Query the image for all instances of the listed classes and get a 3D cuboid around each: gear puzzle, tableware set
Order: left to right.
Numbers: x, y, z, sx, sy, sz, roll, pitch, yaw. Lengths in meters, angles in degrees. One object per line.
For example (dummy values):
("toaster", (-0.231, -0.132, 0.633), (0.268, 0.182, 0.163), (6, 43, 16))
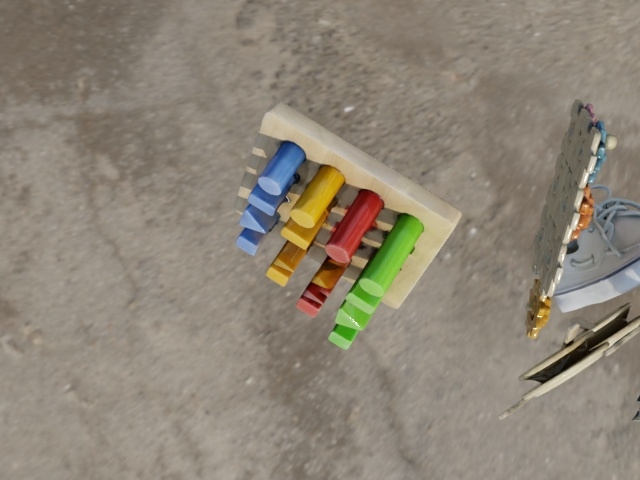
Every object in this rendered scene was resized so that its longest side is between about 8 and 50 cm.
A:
("gear puzzle", (0.336, -0.012, 1.733), (0.044, 0.175, 0.338), (11, 112, -3))
("tableware set", (0.227, 0.088, 1.114), (0.128, 0.194, 0.039), (-38, 80, 31))

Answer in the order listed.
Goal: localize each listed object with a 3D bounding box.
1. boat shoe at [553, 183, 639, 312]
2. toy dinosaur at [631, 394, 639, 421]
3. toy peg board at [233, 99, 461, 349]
("boat shoe", (0.418, -0.005, 1.843), (0.136, 0.367, 0.156), (-27, 86, -16))
("toy dinosaur", (0.531, 0.188, 1.593), (0.218, 0.322, 0.164), (27, 64, 23))
("toy peg board", (0.000, 0.000, 0.968), (0.161, 0.079, 0.161), (31, 151, 3))
